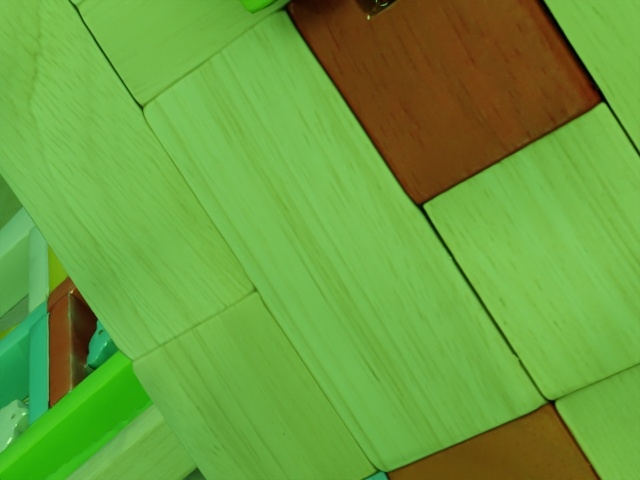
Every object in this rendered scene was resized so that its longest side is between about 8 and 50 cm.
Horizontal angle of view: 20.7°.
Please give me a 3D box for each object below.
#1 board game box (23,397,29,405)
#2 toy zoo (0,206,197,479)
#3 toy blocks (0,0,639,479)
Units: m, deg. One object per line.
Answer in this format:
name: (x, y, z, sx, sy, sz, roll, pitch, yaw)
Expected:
board game box: (-0.106, 0.079, 1.137, 0.259, 0.030, 0.136, -27, 10, -8)
toy zoo: (-0.118, 0.039, 0.815, 0.192, 0.030, 0.293, -40, 29, 16)
toy blocks: (0.093, -0.016, 0.355, 0.381, 0.261, 0.191, -29, 6, 39)
